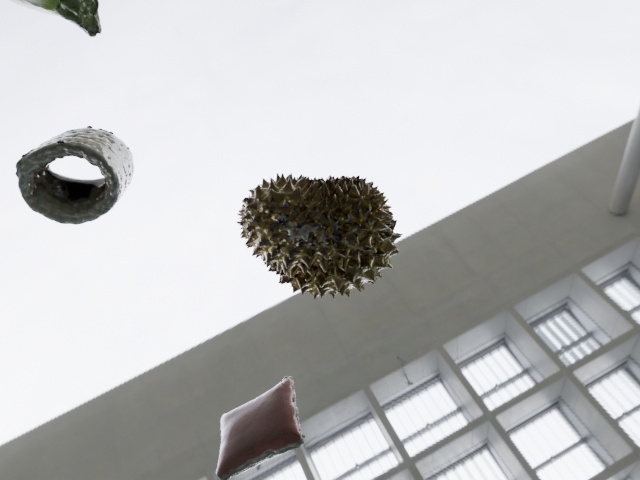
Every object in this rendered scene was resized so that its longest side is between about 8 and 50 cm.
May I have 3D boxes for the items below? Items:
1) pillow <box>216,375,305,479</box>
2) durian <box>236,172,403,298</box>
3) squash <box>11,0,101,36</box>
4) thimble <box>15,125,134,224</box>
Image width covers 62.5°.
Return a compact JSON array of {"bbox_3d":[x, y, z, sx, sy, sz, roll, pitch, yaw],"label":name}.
[{"bbox_3d":[-0.116,0.362,1.006,0.179,0.075,0.171,-29,-153,6],"label":"pillow"},{"bbox_3d":[0.001,-0.006,0.761,0.249,0.138,0.183,2,-95,-2],"label":"durian"},{"bbox_3d":[-0.347,-0.340,0.713,0.132,0.105,0.105,31,-119,3],"label":"squash"},{"bbox_3d":[-0.290,-0.081,0.635,0.115,0.102,0.090,8,-155,-9],"label":"thimble"}]
